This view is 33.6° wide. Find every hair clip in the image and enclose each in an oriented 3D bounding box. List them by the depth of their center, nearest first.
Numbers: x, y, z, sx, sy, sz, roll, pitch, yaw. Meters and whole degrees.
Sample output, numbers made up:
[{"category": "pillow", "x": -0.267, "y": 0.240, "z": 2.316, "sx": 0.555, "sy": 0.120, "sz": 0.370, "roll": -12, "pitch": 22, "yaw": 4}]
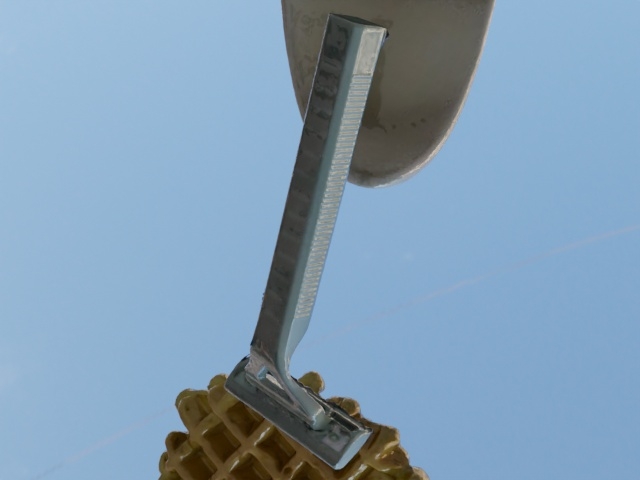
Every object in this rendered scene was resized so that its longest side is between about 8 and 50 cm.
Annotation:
[{"category": "hair clip", "x": 0.048, "y": -0.180, "z": 0.771, "sx": 0.172, "sy": 0.113, "sz": 0.282, "roll": 6, "pitch": -85, "yaw": 4}]

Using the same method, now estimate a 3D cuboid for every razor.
[{"category": "razor", "x": -0.007, "y": 0.001, "z": 0.647, "sx": 0.111, "sy": 0.278, "sz": 0.056, "roll": 29, "pitch": -148, "yaw": 36}]

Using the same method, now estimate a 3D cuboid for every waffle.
[{"category": "waffle", "x": -0.022, "y": 0.251, "z": 0.954, "sx": 0.309, "sy": 0.283, "sz": 0.065, "roll": 2, "pitch": -166, "yaw": 32}]
